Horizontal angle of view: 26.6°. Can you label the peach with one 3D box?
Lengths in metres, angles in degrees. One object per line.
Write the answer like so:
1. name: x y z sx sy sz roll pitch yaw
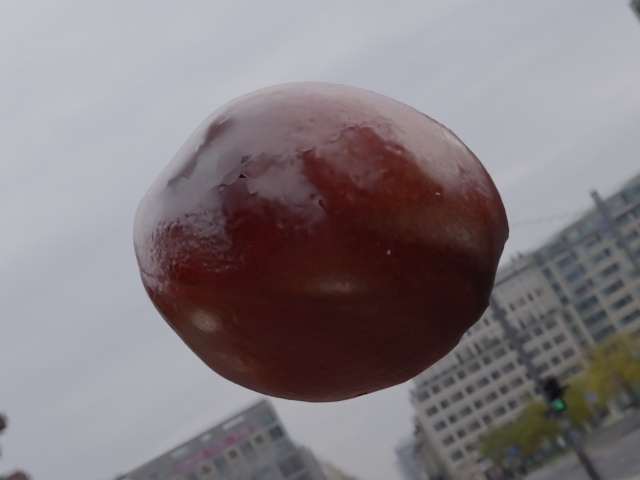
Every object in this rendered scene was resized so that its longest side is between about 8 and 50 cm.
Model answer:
1. peach: 0.000 0.000 1.026 0.275 0.248 0.245 -1 -5 34
